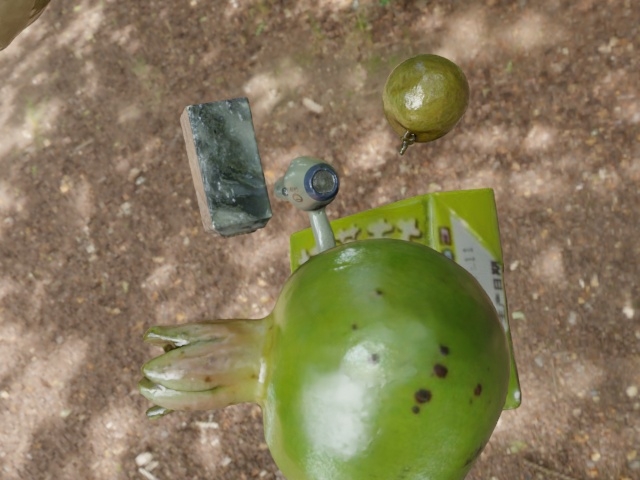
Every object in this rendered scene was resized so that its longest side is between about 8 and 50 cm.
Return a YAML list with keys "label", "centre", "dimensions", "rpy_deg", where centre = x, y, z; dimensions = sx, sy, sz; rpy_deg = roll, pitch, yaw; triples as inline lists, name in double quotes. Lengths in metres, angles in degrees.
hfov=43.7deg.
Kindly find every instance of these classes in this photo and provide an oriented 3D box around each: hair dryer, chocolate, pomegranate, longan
- label: "hair dryer"
  centre: [-0.008, -0.012, 0.985]
  dimensions: [0.067, 0.199, 0.167]
  rpy_deg: [-18, 20, -15]
- label: "chocolate"
  centre: [0.096, 0.091, 1.072]
  dimensions: [0.301, 0.137, 0.288]
  rpy_deg: [-15, 72, 42]
- label: "pomegranate"
  centre: [0.004, 0.104, 0.665]
  dimensions: [0.302, 0.236, 0.236]
  rpy_deg: [10, 43, -4]
- label: "longan"
  centre: [0.080, -0.105, 0.629]
  dimensions: [0.075, 0.075, 0.083]
  rpy_deg: [17, 80, 38]

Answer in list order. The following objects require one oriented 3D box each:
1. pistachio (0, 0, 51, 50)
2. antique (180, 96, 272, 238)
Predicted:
- label: "pistachio"
  centre: [-0.193, -0.210, 0.461]
  dimensions: [0.126, 0.223, 0.152]
  rpy_deg: [24, 40, -8]
- label: "antique"
  centre: [-0.129, -0.096, 1.098]
  dimensions: [0.086, 0.183, 0.088]
  rpy_deg: [-12, 3, -16]
